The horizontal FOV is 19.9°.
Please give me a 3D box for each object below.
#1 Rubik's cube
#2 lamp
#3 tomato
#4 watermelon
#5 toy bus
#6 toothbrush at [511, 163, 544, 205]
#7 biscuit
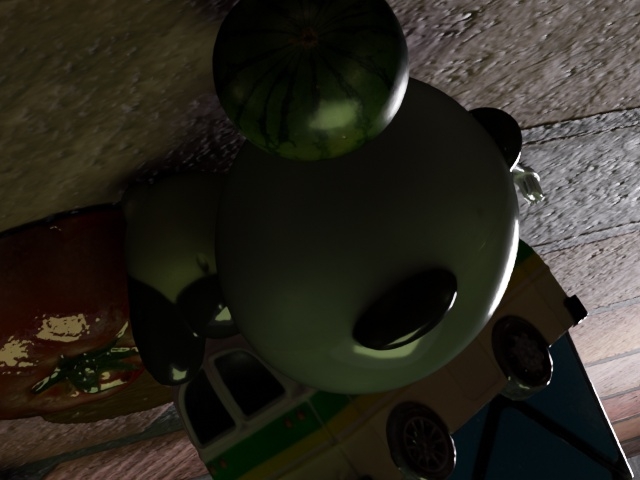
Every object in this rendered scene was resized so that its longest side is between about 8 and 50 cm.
[{"bbox_3d":[0.093,0.181,1.704,0.260,0.259,0.255,-13,165,-43],"label":"Rubik's cube"},{"bbox_3d":[0.000,0.000,1.074,0.244,0.198,0.198,-11,174,37],"label":"lamp"},{"bbox_3d":[-0.171,0.055,1.206,0.225,0.085,0.225,-19,162,-6],"label":"tomato"},{"bbox_3d":[-0.006,-0.087,0.911,0.109,0.109,0.109,-21,165,-6],"label":"watermelon"},{"bbox_3d":[0.039,0.079,1.294,0.143,0.179,0.305,-36,178,42],"label":"toy bus"},{"bbox_3d":[0.128,-0.061,1.331,0.020,0.025,0.286,-26,164,13],"label":"toothbrush"},{"bbox_3d":[-0.110,0.087,1.488,0.262,0.037,0.262,-21,165,-6],"label":"biscuit"}]
